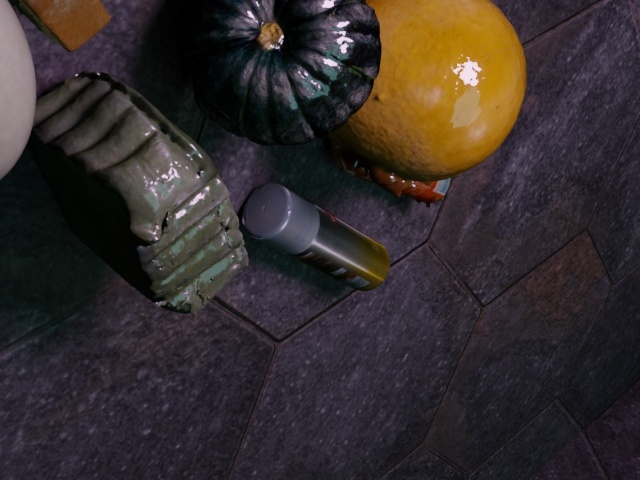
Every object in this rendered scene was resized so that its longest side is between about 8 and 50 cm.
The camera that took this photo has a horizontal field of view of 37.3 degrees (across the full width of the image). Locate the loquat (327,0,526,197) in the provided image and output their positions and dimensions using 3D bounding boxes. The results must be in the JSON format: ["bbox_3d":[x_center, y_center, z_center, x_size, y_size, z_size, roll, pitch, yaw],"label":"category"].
[{"bbox_3d":[0.118,-0.187,1.167,0.275,0.275,0.275,-29,137,-31],"label":"loquat"}]

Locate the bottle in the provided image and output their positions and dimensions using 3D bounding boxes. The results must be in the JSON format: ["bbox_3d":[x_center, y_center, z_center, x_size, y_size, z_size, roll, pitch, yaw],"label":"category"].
[{"bbox_3d":[0.000,0.000,1.340,0.082,0.082,0.286,-57,145,3],"label":"bottle"}]

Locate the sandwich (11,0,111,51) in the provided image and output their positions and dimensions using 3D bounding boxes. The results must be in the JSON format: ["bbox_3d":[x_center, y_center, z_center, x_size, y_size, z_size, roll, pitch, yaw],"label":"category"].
[{"bbox_3d":[-0.200,-0.300,0.835,0.236,0.122,0.128,-47,142,-11],"label":"sandwich"}]

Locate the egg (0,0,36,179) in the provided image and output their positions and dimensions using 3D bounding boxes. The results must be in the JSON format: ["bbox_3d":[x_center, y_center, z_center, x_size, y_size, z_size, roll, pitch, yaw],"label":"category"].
[{"bbox_3d":[-0.323,-0.131,0.772,0.183,0.183,0.217,-36,125,-24],"label":"egg"}]

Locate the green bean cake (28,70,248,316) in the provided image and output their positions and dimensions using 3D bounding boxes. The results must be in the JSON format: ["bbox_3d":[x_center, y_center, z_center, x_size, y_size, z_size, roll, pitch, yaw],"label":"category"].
[{"bbox_3d":[-0.188,-0.048,0.967,0.125,0.222,0.227,-42,146,-16],"label":"green bean cake"}]

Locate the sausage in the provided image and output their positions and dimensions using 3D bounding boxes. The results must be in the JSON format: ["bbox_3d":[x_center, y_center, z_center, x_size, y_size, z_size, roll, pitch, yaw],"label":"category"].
[{"bbox_3d":[0.095,-0.114,1.366,0.264,0.083,0.083,16,106,-51],"label":"sausage"}]

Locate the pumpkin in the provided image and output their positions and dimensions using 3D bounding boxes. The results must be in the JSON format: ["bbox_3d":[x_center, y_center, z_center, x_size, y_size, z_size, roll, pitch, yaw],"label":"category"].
[{"bbox_3d":[-0.044,-0.208,1.009,0.220,0.220,0.162,-59,179,5],"label":"pumpkin"}]
